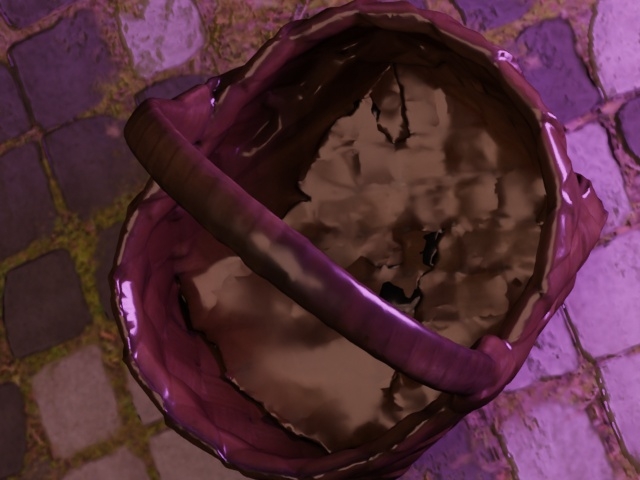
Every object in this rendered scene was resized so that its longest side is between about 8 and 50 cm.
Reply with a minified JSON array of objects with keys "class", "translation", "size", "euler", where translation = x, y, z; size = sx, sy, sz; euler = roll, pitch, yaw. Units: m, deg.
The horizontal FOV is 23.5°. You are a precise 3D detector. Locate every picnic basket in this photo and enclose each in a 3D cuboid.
[{"class":"picnic basket","translation":[0.000,0.000,0.982],"size":[0.293,0.337,0.337],"euler":[40,96,17]}]
